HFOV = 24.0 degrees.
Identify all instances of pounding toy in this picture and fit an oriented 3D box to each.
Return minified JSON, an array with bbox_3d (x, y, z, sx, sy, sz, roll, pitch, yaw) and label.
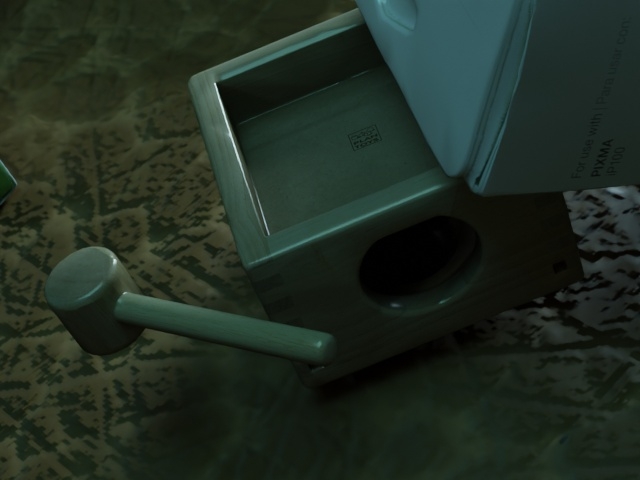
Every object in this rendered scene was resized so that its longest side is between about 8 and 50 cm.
[{"bbox_3d":[-0.003,0.008,0.626,0.206,0.094,0.181,-22,44,2],"label":"pounding toy"}]

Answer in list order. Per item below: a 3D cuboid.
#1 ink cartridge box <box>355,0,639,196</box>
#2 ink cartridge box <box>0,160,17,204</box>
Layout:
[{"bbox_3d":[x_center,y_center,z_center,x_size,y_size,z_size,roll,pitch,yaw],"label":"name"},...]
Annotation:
[{"bbox_3d":[0.164,-0.130,0.599,0.283,0.117,0.207,-5,43,-17],"label":"ink cartridge box"},{"bbox_3d":[-0.244,-0.092,0.735,0.109,0.209,0.062,23,61,37],"label":"ink cartridge box"}]
